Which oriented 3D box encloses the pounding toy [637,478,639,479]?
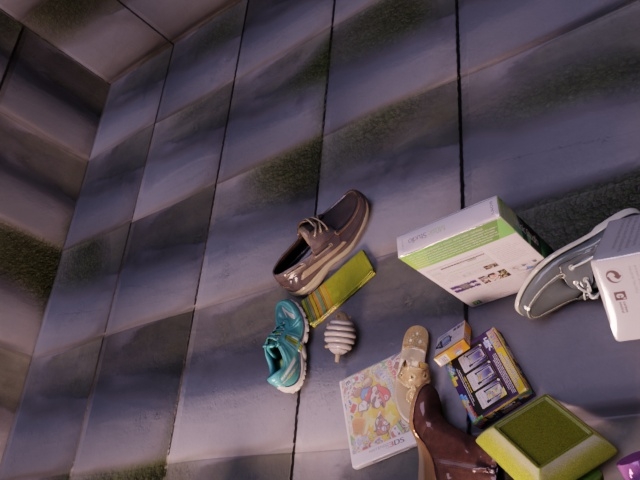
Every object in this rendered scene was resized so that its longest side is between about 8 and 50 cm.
[{"bbox_3d":[0.545,0.500,1.144,0.206,0.181,0.094,-37,0,19],"label":"pounding toy"}]

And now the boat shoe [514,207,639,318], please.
[{"bbox_3d":[0.542,0.065,1.419,0.319,0.116,0.099,-39,40,11],"label":"boat shoe"}]

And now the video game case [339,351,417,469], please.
[{"bbox_3d":[0.145,0.398,1.649,0.206,0.026,0.227,-31,47,26],"label":"video game case"}]

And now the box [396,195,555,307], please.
[{"bbox_3d":[0.343,0.035,1.469,0.232,0.322,0.058,-24,54,31],"label":"box"}]

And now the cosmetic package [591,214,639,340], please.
[{"bbox_3d":[0.714,0.022,1.154,0.453,0.161,0.230,-15,12,35],"label":"cosmetic package"}]

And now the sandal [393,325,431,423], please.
[{"bbox_3d":[0.208,0.292,1.589,0.088,0.079,0.240,-2,55,17],"label":"sandal"}]

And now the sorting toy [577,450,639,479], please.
[{"bbox_3d":[0.454,0.505,1.257,0.365,0.127,0.126,-32,76,22],"label":"sorting toy"}]

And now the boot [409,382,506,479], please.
[{"bbox_3d":[0.288,0.415,1.443,0.207,0.090,0.248,-19,65,45],"label":"boot"}]

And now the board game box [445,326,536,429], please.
[{"bbox_3d":[0.359,0.294,1.497,0.141,0.048,0.170,-37,44,18],"label":"board game box"}]

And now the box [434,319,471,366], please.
[{"bbox_3d":[0.299,0.228,1.567,0.081,0.028,0.136,-38,1,20],"label":"box"}]

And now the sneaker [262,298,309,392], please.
[{"bbox_3d":[-0.098,0.274,1.887,0.107,0.110,0.275,-36,43,36],"label":"sneaker"}]

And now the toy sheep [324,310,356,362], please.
[{"bbox_3d":[0.050,0.248,1.796,0.091,0.091,0.132,-8,73,40],"label":"toy sheep"}]

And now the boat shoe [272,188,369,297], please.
[{"bbox_3d":[0.000,0.000,1.961,0.355,0.130,0.132,-54,41,2],"label":"boat shoe"}]

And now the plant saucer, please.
[{"bbox_3d":[0.418,0.370,1.307,0.188,0.045,0.188,-26,31,-16],"label":"plant saucer"}]

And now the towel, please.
[{"bbox_3d":[0.045,0.130,1.919,0.237,0.021,0.102,-42,44,15],"label":"towel"}]
